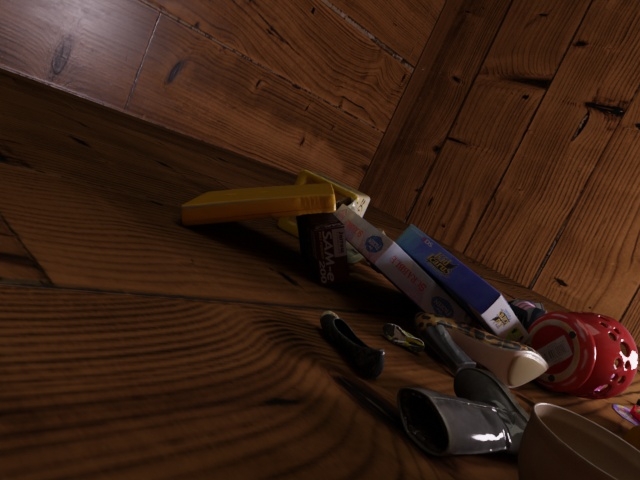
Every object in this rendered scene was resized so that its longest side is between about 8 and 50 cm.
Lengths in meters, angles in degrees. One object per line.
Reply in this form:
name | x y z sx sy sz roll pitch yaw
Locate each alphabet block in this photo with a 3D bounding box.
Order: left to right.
alphabet block | 0.014 -0.087 1.610 0.193 0.192 0.197 25 10 12

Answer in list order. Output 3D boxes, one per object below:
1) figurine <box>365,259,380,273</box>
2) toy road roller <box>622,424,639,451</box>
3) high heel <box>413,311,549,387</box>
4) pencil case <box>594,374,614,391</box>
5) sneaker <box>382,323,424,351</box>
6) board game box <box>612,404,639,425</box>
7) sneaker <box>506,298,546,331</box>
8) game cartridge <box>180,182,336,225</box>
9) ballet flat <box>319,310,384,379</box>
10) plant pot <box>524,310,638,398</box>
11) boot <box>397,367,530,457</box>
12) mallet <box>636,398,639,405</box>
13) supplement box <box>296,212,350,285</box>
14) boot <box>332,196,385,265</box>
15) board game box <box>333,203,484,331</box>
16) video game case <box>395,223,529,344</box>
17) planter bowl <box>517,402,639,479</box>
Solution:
figurine | 0.222 0.062 1.546 0.209 0.092 0.215 9 3 -3
toy road roller | 0.576 0.315 0.685 0.202 0.241 0.329 25 10 -2
high heel | 0.318 0.201 1.075 0.261 0.093 0.186 9 22 -27
pencil case | 0.629 0.299 1.353 0.098 0.095 0.209 -4 15 -8
sneaker | 0.152 0.182 1.000 0.083 0.031 0.035 31 -3 10
board game box | 0.764 0.414 1.234 0.168 0.033 0.133 32 13 36
sneaker | 0.608 0.242 1.633 0.131 0.112 0.319 10 3 17
game cartridge | -0.129 -0.088 1.246 0.323 0.053 0.285 -3 11 1
ballet flat | 0.051 0.151 0.834 0.057 0.049 0.173 20 11 -33
plant pot | 0.555 0.244 1.178 0.174 0.191 0.191 15 13 -30
boot | 0.184 0.228 0.735 0.208 0.076 0.189 12 13 -29
mallet | 0.883 0.455 1.334 0.189 0.062 0.039 13 -2 45
supplement box | 0.000 0.000 1.246 0.073 0.130 0.239 -10 18 -10
boot | 0.100 -0.041 1.462 0.077 0.165 0.213 -2 19 39
board game box | 0.184 0.073 1.245 0.318 0.066 0.318 42 2 -23
video game case | 0.310 0.106 1.182 0.269 0.061 0.244 45 1 43
planter bowl | 0.287 0.272 0.593 0.162 0.109 0.162 24 10 -5
